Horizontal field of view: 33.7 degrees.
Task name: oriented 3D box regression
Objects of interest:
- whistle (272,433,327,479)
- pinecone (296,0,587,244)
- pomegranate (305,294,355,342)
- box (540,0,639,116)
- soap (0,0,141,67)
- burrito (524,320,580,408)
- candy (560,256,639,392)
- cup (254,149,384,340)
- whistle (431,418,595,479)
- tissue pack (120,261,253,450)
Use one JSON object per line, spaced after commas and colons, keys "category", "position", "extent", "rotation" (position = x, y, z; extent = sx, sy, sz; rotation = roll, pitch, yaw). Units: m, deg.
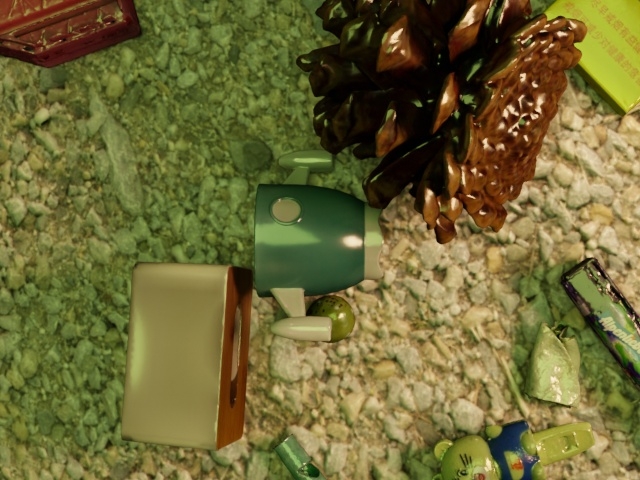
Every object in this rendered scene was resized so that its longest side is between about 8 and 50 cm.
{"category": "whistle", "position": [0.002, 0.357, 1.483], "extent": [0.039, 0.039, 0.186], "rotation": [-38, 82, 4]}
{"category": "pinecone", "position": [0.126, -0.204, 1.364], "extent": [0.385, 0.384, 0.384], "rotation": [-1, 86, 8]}
{"category": "pomegranate", "position": [0.006, 0.114, 1.479], "extent": [0.085, 0.073, 0.073], "rotation": [-21, 83, -23]}
{"category": "box", "position": [0.483, -0.351, 1.463], "extent": [0.335, 0.047, 0.187], "rotation": [-42, 82, 4]}
{"category": "soap", "position": [-0.408, -0.349, 1.554], "extent": [0.250, 0.099, 0.162], "rotation": [-17, 84, 6]}
{"category": "burrito", "position": [0.324, 0.169, 1.450], "extent": [0.074, 0.044, 0.118], "rotation": [8, 89, 6]}
{"category": "candy", "position": [0.433, 0.161, 1.413], "extent": [0.061, 0.088, 0.312], "rotation": [-36, 83, 8]}
{"category": "cup", "position": [0.000, 0.000, 1.448], "extent": [0.173, 0.167, 0.299], "rotation": [0, 60, 3]}
{"category": "whistle", "position": [0.259, 0.296, 1.429], "extent": [0.228, 0.085, 0.105], "rotation": [-17, 93, 6]}
{"category": "tissue pack", "position": [-0.181, 0.155, 1.462], "extent": [0.136, 0.159, 0.246], "rotation": [2, 87, 10]}
